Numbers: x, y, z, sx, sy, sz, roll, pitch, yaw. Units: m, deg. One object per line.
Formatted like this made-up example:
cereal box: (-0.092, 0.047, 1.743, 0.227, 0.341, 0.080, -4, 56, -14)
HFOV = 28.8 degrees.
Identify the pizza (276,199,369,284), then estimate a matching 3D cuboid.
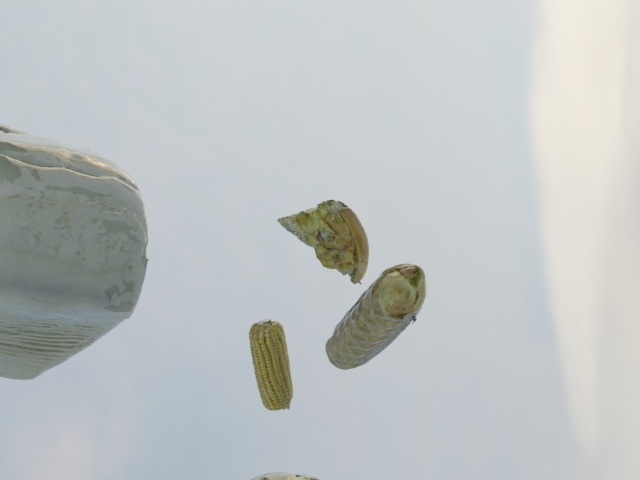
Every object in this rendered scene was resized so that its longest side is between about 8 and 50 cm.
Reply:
pizza: (0.000, 0.000, 1.315, 0.026, 0.108, 0.123, -59, -29, -35)

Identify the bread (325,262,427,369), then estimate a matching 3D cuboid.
bread: (0.075, 0.112, 1.743, 0.077, 0.367, 0.084, 28, -112, -1)

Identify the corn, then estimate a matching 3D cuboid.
corn: (-0.046, 0.118, 1.179, 0.037, 0.037, 0.092, -27, -68, -53)

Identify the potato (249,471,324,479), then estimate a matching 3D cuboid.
potato: (-0.012, 0.372, 1.335, 0.246, 0.196, 0.299, -48, -50, -9)

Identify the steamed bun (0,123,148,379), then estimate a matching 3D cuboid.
steamed bun: (-0.340, 0.005, 1.385, 0.247, 0.383, 0.236, 13, -112, -26)
